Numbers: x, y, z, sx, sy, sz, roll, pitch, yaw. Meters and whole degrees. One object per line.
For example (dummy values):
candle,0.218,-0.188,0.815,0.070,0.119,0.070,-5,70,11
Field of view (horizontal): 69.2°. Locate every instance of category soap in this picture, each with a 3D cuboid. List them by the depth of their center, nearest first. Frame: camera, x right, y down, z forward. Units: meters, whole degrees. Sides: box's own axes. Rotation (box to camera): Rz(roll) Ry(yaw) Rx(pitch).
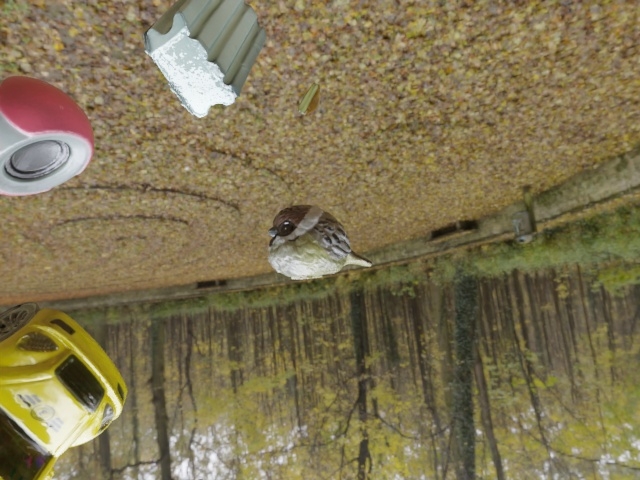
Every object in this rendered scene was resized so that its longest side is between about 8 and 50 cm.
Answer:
soap,-0.184,-0.335,0.780,0.094,0.261,0.150,-19,128,26

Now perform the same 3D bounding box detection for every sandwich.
sandwich,-0.023,-0.343,1.145,0.031,0.083,0.044,31,178,23

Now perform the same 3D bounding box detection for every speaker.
speaker,-0.695,-0.247,1.106,0.295,0.293,0.294,-6,172,-1

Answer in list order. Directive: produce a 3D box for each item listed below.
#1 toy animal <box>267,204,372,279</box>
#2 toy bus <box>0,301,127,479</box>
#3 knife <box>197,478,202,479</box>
toy animal,0.000,0.000,0.584,0.138,0.098,0.098,-4,171,-21
toy bus,-0.361,0.190,0.422,0.331,0.144,0.152,-22,-151,2
knife,-0.118,0.465,0.590,0.043,0.089,0.365,20,-166,-33
